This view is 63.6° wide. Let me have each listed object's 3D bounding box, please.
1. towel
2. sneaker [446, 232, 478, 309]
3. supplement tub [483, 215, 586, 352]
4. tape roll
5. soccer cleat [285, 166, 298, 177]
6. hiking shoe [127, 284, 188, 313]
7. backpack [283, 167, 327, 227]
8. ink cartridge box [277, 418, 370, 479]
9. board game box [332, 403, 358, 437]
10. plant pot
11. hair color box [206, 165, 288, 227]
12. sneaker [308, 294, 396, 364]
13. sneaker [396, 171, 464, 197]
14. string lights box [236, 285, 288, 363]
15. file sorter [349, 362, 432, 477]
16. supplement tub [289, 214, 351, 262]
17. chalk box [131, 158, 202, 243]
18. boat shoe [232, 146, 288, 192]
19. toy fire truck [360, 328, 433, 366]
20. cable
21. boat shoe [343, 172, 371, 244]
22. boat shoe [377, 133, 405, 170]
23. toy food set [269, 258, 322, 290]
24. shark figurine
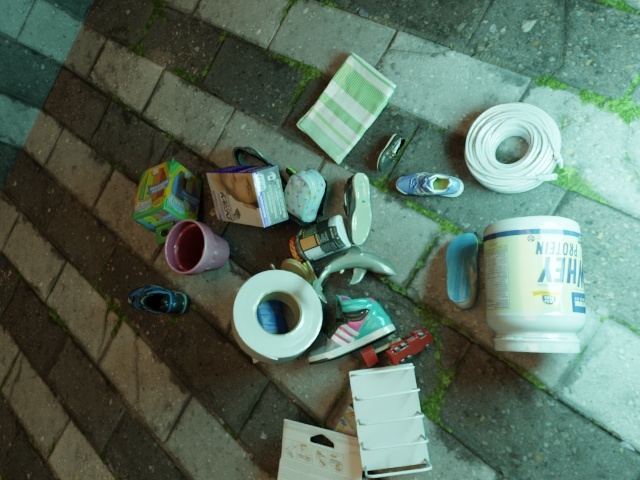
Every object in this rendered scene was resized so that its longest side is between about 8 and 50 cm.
[{"bbox_3d":[0.086,-0.464,1.795,0.325,0.038,0.248,-50,62,12],"label":"towel"},{"bbox_3d":[0.411,0.086,1.481,0.087,0.092,0.229,-2,60,31],"label":"sneaker"},{"bbox_3d":[0.540,0.117,1.312,0.235,0.235,0.325,-5,78,29],"label":"supplement tub"},{"bbox_3d":[-0.140,0.243,1.641,0.285,0.100,0.287,6,65,-12],"label":"tape roll"},{"bbox_3d":[-0.074,-0.192,1.821,0.072,0.060,0.179,-50,64,14],"label":"soccer cleat"},{"bbox_3d":[-0.665,0.226,2.029,0.303,0.132,0.113,-1,80,29],"label":"hiking shoe"},{"bbox_3d":[-0.055,-0.147,1.717,0.151,0.115,0.182,34,121,16],"label":"backpack"},{"bbox_3d":[0.008,0.709,1.593,0.296,0.066,0.262,3,83,30],"label":"ink cartridge box"},{"bbox_3d":[0.123,0.590,1.575,0.154,0.026,0.104,34,98,30],"label":"board game box"},{"bbox_3d":[-0.443,0.035,1.913,0.201,0.180,0.202,-6,78,28],"label":"plant pot"},{"bbox_3d":[-0.261,-0.159,1.789,0.338,0.110,0.185,8,115,51],"label":"hair color box"},{"bbox_3d":[0.068,0.262,1.611,0.295,0.123,0.179,-27,73,14],"label":"sneaker"},{"bbox_3d":[0.327,-0.177,1.578,0.211,0.081,0.080,3,84,31],"label":"sneaker"},{"bbox_3d":[-0.188,0.275,1.749,0.076,0.133,0.260,-28,67,28],"label":"string lights box"},{"bbox_3d":[0.192,0.493,1.437,0.192,0.173,0.278,-8,75,2],"label":"file sorter"},{"bbox_3d":[0.000,0.000,1.707,0.190,0.117,0.117,-21,71,25],"label":"supplement tub"},{"bbox_3d":[-0.592,-0.131,1.992,0.180,0.179,0.289,-15,58,26],"label":"chalk box"},{"bbox_3d":[-0.214,-0.228,1.874,0.127,0.113,0.340,-40,64,15],"label":"boat shoe"},{"bbox_3d":[0.226,0.318,1.531,0.191,0.135,0.047,-28,98,-14],"label":"toy fire truck"},{"bbox_3d":[0.545,-0.262,1.469,0.256,0.089,0.258,-9,75,28],"label":"cable"},{"bbox_3d":[0.115,-0.100,1.694,0.079,0.083,0.233,-9,78,51],"label":"boat shoe"},{"bbox_3d":[0.228,-0.281,1.672,0.042,0.049,0.133,33,93,38],"label":"boat shoe"},{"bbox_3d":[-0.078,0.114,1.744,0.191,0.038,0.133,-5,118,41],"label":"toy food set"},{"bbox_3d":[0.079,0.067,1.596,0.278,0.116,0.166,-17,54,-16],"label":"shark figurine"}]
